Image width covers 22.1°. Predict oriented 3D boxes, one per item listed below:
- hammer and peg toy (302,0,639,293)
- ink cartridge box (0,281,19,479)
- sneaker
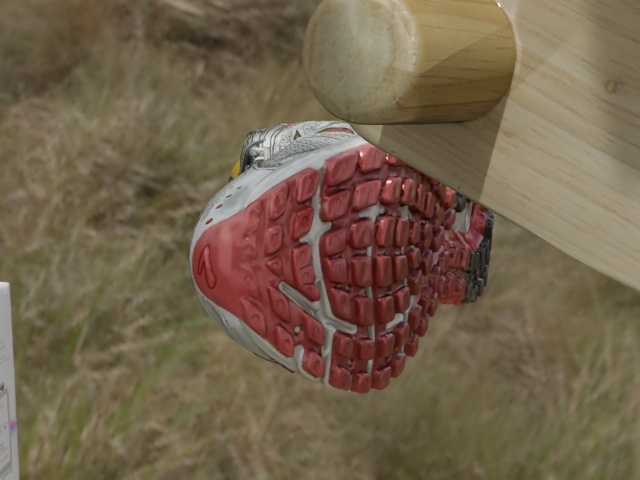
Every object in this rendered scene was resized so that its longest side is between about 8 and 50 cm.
[{"bbox_3d":[0.184,-0.073,0.353,0.361,0.266,0.127,30,21,31],"label":"hammer and peg toy"},{"bbox_3d":[-0.255,0.128,1.037,0.115,0.198,0.067,0,5,7],"label":"ink cartridge box"},{"bbox_3d":[0.000,0.000,0.606,0.092,0.088,0.225,8,7,18],"label":"sneaker"}]
